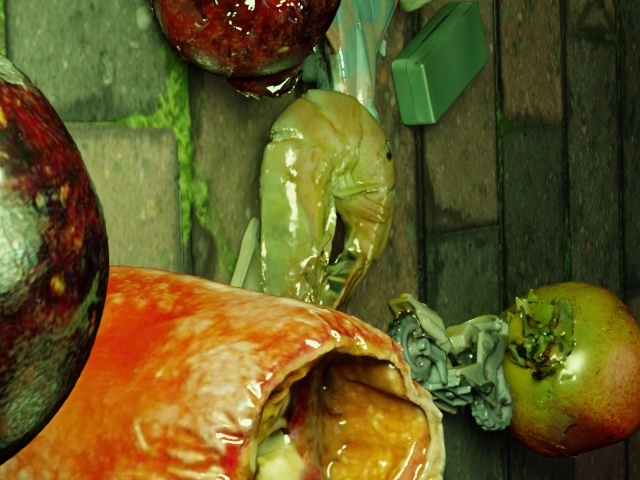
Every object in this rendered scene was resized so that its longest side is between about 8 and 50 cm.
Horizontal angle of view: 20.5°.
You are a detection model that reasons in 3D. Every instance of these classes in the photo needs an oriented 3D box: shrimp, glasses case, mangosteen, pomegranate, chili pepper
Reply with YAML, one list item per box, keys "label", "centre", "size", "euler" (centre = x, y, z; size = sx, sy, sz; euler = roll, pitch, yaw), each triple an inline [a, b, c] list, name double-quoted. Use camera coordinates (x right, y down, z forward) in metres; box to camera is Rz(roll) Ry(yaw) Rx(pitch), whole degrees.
- label: "shrimp"
  centre: [0.000, 0.000, 1.557]
  size: [0.145, 0.061, 0.267]
  euler: [18, 74, -36]
- label: "glasses case"
  centre: [0.132, -0.196, 1.937]
  size: [0.184, 0.039, 0.078]
  euler: [-50, 134, -53]
- label: "mangosteen"
  centre: [-0.059, -0.201, 1.443]
  size: [0.180, 0.166, 0.166]
  euler: [91, 11, -65]
- label: "pomegranate"
  centre: [0.288, 0.146, 2.062]
  size: [0.235, 0.210, 0.210]
  euler: [48, 48, -55]
- label: "chili pepper"
  centre: [-0.105, 0.139, 1.178]
  size: [0.251, 0.305, 0.229]
  euler: [-50, 128, -39]
- label: "mangosteen"
  centre: [-0.254, 0.015, 0.924]
  size: [0.288, 0.288, 0.288]
  euler: [1, 89, -64]

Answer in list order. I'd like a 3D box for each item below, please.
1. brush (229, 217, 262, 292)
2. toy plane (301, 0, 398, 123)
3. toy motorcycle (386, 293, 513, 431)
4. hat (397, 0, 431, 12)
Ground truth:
- label: "brush"
  centre: [-0.092, 0.110, 1.489]
  size: [0.321, 0.050, 0.060]
  euler: [-74, 147, -44]
- label: "toy plane"
  centre: [0.017, -0.173, 1.640]
  size: [0.223, 0.104, 0.326]
  euler: [4, 90, -63]
- label: "toy motorcycle"
  centre: [0.140, 0.119, 1.908]
  size: [0.229, 0.094, 0.130]
  euler: [33, 55, -45]
- label: "hat"
  centre: [0.076, -0.300, 1.797]
  size: [0.166, 0.081, 0.122]
  euler: [51, 42, -37]
